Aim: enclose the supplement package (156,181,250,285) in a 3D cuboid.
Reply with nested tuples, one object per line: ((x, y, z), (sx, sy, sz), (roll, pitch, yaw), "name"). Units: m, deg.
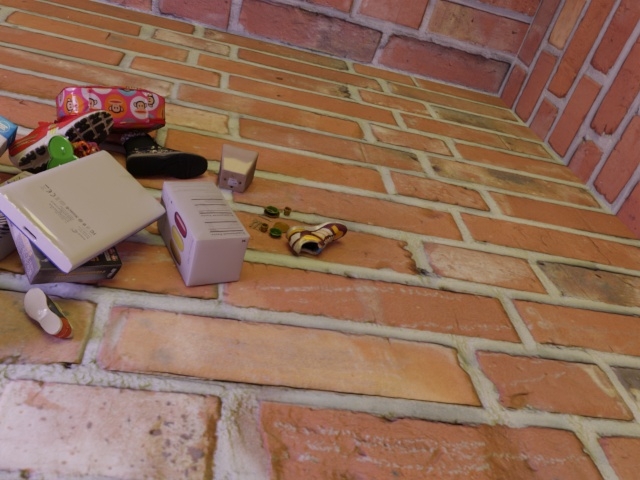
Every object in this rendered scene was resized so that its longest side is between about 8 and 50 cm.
((-0.286, -0.023, 1.375), (0.133, 0.139, 0.244), (-4, 37, -33), "supplement package")

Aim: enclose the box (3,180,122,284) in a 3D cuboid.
((-0.551, -0.020, 1.219), (0.183, 0.056, 0.231), (0, 52, -51), "box")

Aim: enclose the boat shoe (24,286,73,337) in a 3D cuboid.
((-0.524, 0.140, 1.105), (0.137, 0.049, 0.043), (35, -6, 30), "boat shoe")

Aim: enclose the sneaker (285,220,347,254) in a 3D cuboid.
((0.000, 0.000, 1.557), (0.185, 0.070, 0.084), (-9, 49, -26), "sneaker")

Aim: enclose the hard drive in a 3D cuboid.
((-0.506, -0.075, 1.242), (0.210, 0.040, 0.319), (45, 30, -2), "hard drive")

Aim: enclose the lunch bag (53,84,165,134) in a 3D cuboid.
((-0.633, -0.385, 1.717), (0.292, 0.120, 0.258), (-4, 5, -34), "lunch bag")

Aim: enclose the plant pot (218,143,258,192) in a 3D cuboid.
((-0.253, -0.207, 1.711), (0.108, 0.109, 0.096), (13, 44, -7), "plant pot")

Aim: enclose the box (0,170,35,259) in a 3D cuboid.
((-0.694, -0.046, 1.255), (0.113, 0.094, 0.275), (20, 33, 2), "box")

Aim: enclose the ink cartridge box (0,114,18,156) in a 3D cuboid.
((-0.835, -0.209, 1.333), (0.134, 0.078, 0.231), (34, 56, -19), "ink cartridge box")

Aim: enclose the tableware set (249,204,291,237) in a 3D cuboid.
((-0.127, -0.060, 1.618), (0.103, 0.024, 0.154), (24, 32, 10), "tableware set")

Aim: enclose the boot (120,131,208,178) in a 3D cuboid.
((-0.468, -0.260, 1.701), (0.236, 0.085, 0.179), (-3, 35, -29), "boot")

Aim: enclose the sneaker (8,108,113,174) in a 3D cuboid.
((-0.679, -0.281, 1.495), (0.279, 0.107, 0.118), (-35, 61, -28), "sneaker")

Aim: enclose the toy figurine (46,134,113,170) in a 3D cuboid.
((-0.606, -0.202, 1.481), (0.130, 0.173, 0.159), (-4, 20, 18), "toy figurine")
